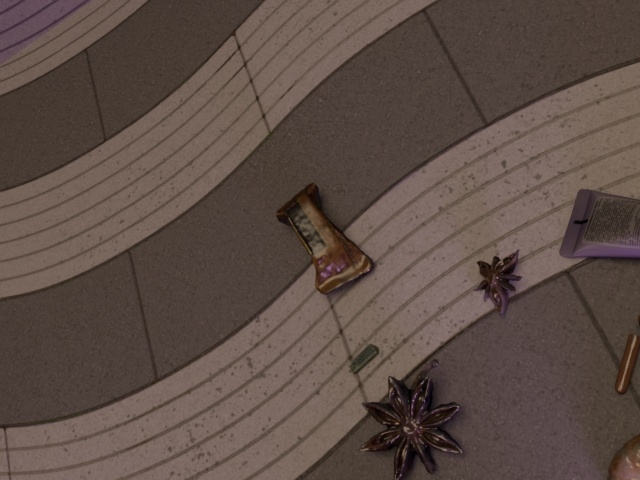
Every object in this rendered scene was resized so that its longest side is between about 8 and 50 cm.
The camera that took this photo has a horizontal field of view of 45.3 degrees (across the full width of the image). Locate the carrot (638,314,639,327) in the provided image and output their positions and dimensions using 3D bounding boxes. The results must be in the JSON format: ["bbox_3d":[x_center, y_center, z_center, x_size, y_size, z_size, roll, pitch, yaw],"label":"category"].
[{"bbox_3d":[0.716,0.132,1.391,0.260,0.070,0.070,-18,63,19],"label":"carrot"}]

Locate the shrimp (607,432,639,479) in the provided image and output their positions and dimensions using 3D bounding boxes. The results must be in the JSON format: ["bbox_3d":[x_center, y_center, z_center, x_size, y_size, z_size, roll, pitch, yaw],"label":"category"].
[{"bbox_3d":[0.649,0.382,1.322,0.317,0.077,0.168,-35,68,16],"label":"shrimp"}]

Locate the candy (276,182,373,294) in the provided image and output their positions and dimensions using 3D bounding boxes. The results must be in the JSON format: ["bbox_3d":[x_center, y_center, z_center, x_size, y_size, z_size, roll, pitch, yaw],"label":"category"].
[{"bbox_3d":[0.000,0.000,1.800,0.143,0.101,0.271,-37,64,3],"label":"candy"}]

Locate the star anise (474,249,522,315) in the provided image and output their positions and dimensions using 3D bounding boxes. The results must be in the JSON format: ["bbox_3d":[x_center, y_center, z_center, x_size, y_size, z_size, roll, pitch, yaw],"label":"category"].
[{"bbox_3d":[0.370,0.093,1.593,0.124,0.056,0.129,-22,63,47],"label":"star anise"}]

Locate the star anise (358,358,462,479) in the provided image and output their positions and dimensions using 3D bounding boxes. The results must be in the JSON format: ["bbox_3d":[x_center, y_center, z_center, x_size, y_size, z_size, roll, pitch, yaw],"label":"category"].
[{"bbox_3d":[0.192,0.362,1.556,0.230,0.081,0.262,19,90,32],"label":"star anise"}]

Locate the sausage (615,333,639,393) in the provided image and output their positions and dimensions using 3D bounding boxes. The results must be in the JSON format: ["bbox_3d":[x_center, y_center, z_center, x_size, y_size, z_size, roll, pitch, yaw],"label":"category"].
[{"bbox_3d":[0.578,0.233,1.442,0.026,0.026,0.116,14,77,31],"label":"sausage"}]

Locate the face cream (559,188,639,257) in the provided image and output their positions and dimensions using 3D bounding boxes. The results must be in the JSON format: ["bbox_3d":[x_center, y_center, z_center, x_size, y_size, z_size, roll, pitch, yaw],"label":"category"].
[{"bbox_3d":[0.613,-0.022,1.502,0.274,0.096,0.154,10,77,44],"label":"face cream"}]

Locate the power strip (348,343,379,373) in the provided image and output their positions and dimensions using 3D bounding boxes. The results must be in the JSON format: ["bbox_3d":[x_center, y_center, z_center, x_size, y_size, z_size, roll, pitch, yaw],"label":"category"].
[{"bbox_3d":[0.093,0.262,1.688,0.083,0.017,0.027,-44,55,3],"label":"power strip"}]
